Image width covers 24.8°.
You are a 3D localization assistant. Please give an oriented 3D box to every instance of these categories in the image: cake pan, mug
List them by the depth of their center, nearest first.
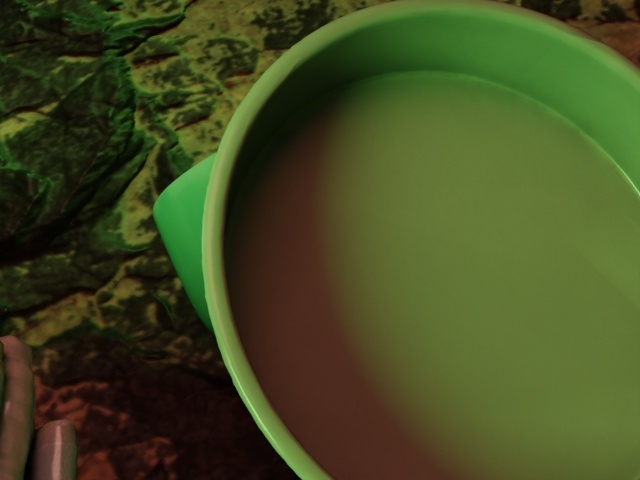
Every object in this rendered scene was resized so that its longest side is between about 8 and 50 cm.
[{"bbox_3d":[0.080,0.021,0.712,0.293,0.054,0.293,6,67,-16],"label":"cake pan"},{"bbox_3d":[-0.002,-0.002,0.798,0.157,0.129,0.097,-20,76,-20],"label":"mug"}]

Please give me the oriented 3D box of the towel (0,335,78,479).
[{"bbox_3d":[-0.260,0.223,0.555,0.320,0.090,0.374,-11,55,24],"label":"towel"}]
